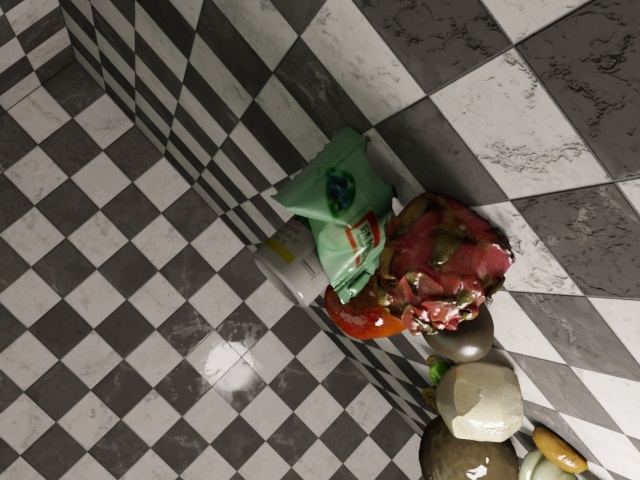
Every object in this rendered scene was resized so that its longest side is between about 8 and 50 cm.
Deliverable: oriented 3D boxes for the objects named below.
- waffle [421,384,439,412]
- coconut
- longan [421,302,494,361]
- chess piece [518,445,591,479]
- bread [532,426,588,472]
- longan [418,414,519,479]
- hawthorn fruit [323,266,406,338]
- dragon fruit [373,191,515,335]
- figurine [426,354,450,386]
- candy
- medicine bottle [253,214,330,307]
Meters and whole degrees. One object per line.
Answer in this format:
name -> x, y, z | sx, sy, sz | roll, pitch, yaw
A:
waffle -> 0.580, 0.763, 2.586 | 0.302, 0.068, 0.325 | 46, 164, 0
coconut -> 0.462, 0.472, 1.720 | 0.247, 0.245, 0.245 | -1, 151, 10
longan -> 0.356, 0.219, 1.520 | 0.212, 0.198, 0.198 | 31, 159, 32
chess piece -> 0.818, 0.814, 1.853 | 0.330, 0.182, 0.182 | 24, 154, 53
bread -> 0.754, 0.674, 1.851 | 0.189, 0.077, 0.114 | 40, 160, 32
longan -> 0.569, 0.864, 2.273 | 0.391, 0.391, 0.391 | 42, 165, 14
hawthorn fruit -> 0.178, 0.172, 1.714 | 0.287, 0.287, 0.330 | 32, 176, 43
dragon fruit -> 0.234, 0.067, 1.290 | 0.296, 0.263, 0.314 | 44, 166, 12
figurine -> 0.478, 0.528, 2.129 | 0.263, 0.143, 0.162 | 55, 170, 51
candy -> 0.073, -0.045, 1.446 | 0.172, 0.262, 0.398 | 45, 168, 46
medicine bottle -> 0.000, 0.000, 1.604 | 0.208, 0.339, 0.208 | 42, 165, 14
